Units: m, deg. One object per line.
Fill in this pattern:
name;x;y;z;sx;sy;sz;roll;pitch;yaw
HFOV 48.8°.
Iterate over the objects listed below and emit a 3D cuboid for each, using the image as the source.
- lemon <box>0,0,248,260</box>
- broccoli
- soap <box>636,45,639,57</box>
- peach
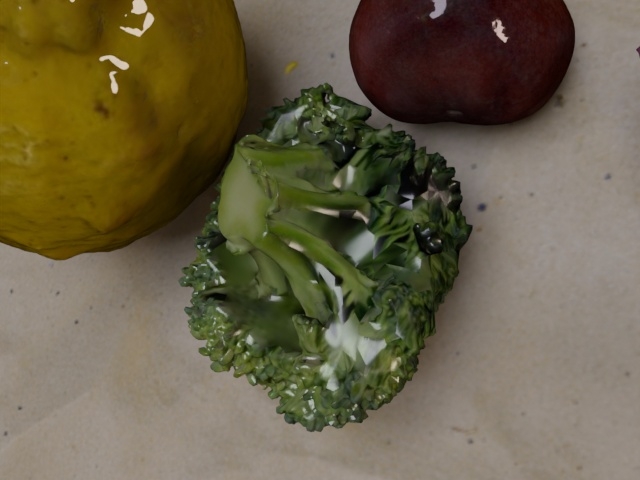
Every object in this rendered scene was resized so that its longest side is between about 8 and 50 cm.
lemon;-0.183;-0.122;0.516;0.316;0.286;0.285;-21;72;40
broccoli;0.002;0.000;0.484;0.198;0.176;0.226;-2;95;27
soap;0.356;-0.098;0.289;0.360;0.128;0.232;-39;51;34
peach;0.088;-0.141;0.482;0.152;0.152;0.151;-4;80;24
